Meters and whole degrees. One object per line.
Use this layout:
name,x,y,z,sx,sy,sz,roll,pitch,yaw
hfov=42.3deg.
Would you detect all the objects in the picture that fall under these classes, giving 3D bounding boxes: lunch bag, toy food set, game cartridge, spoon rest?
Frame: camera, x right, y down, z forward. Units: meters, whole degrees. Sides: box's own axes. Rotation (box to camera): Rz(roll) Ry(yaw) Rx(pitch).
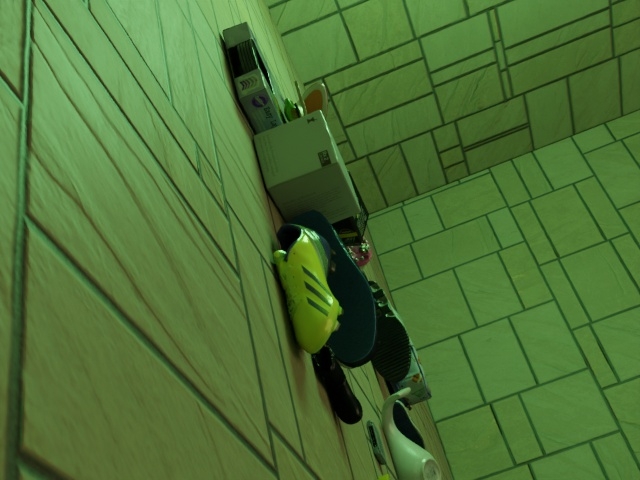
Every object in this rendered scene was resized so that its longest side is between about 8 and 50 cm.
lunch bag,0.243,0.366,2.531,0.243,0.115,0.303,58,11,-71
toy food set,-0.049,-0.238,1.782,0.192,0.039,0.132,83,-8,-60
game cartridge,0.116,0.417,1.702,0.083,0.017,0.056,-104,167,-48
spoon rest,0.208,0.486,1.928,0.137,0.084,0.276,-12,84,-51

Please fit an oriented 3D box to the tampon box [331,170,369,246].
tampon box,0.030,-0.073,1.982,0.161,0.121,0.101,62,33,-43

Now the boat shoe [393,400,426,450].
boat shoe,0.225,0.492,2.153,0.066,0.066,0.183,-67,136,-83

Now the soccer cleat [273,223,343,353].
soccer cleat,-0.033,0.075,1.358,0.121,0.093,0.289,33,27,-22

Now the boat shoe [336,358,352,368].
boat shoe,0.048,0.184,1.652,0.076,0.080,0.228,62,1,-36

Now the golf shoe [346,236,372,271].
golf shoe,0.032,-0.023,2.156,0.140,0.115,0.306,103,-28,-50

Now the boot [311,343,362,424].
boot,0.027,0.239,1.392,0.121,0.045,0.099,-115,-179,-48

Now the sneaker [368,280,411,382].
sneaker,0.193,0.275,2.343,0.146,0.123,0.330,59,12,-47

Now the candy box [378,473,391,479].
candy box,0.127,0.499,1.466,0.206,0.027,0.105,-33,104,-83

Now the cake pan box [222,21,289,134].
cake pan box,-0.127,-0.311,1.812,0.267,0.070,0.245,63,7,-48

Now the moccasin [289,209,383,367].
moccasin,0.040,0.093,1.584,0.117,0.138,0.342,67,5,-56

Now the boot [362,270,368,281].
boot,0.085,0.068,2.326,0.189,0.076,0.208,84,-1,-51

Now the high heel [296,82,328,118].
high heel,-0.028,-0.261,1.992,0.117,0.082,0.244,-51,153,-75

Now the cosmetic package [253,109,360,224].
cosmetic package,-0.026,-0.134,1.684,0.183,0.152,0.151,61,9,-53
